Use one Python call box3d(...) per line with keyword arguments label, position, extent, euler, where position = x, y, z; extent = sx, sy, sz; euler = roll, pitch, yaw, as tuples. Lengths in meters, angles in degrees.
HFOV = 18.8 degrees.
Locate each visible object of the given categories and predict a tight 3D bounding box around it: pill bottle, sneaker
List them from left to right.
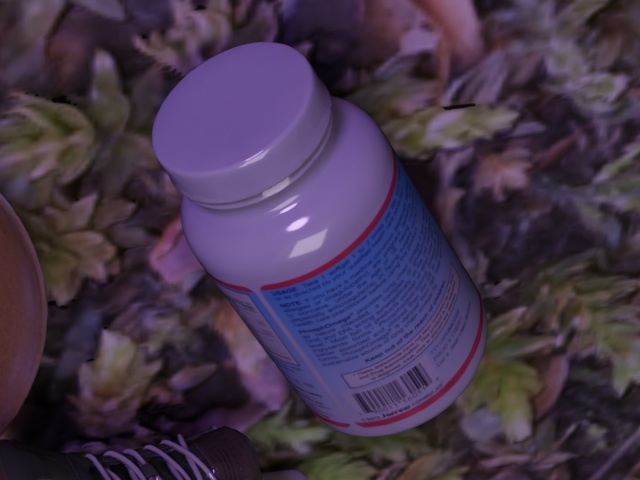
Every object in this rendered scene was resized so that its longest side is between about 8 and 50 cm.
box3d(label="sneaker", position=(-0.069, 0.107, 0.831), extent=(0.086, 0.064, 0.192), euler=(-40, 145, 9))
box3d(label="pill bottle", position=(0.000, 0.000, 0.757), extent=(0.087, 0.087, 0.160), euler=(-29, 133, 5))

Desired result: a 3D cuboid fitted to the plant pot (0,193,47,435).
box3d(label="plant pot", position=(-0.224, 0.032, 0.740), extent=(0.236, 0.032, 0.236), euler=(-11, 132, -12))
